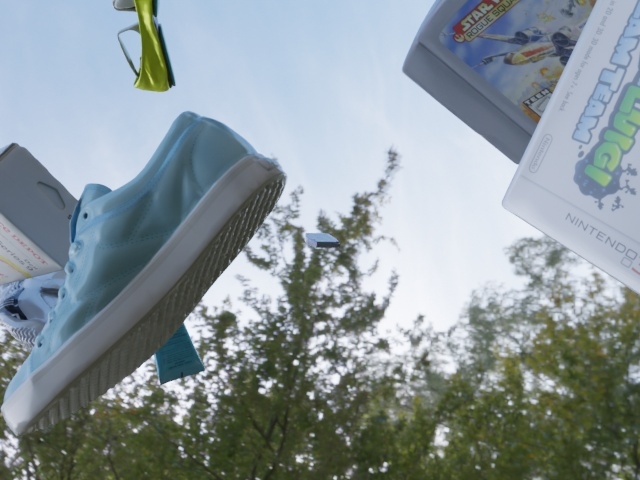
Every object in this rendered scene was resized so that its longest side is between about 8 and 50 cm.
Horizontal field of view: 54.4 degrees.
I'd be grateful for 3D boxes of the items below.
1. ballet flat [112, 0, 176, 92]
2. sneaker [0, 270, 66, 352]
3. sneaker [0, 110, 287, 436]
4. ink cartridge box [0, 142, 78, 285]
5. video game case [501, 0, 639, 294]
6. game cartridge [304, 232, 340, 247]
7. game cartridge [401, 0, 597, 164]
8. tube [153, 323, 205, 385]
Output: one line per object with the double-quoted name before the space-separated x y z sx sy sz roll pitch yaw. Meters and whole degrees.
"ballet flat" -0.272 -0.335 0.943 0.077 0.077 0.230 -7 -57 -9
"sneaker" -0.389 0.075 0.998 0.210 0.366 0.137 -41 -63 -17
"sneaker" -0.202 0.026 0.632 0.150 0.135 0.366 42 -93 13
"ink cartridge box" -0.429 -0.027 0.841 0.154 0.213 0.093 52 -137 -31
"video game case" 0.163 -0.047 0.255 0.019 0.143 0.157 -7 -53 -40
"game cartridge" 0.000 0.000 1.212 0.056 0.083 0.017 5 -79 -17
"game cartridge" 0.206 -0.182 0.548 0.198 0.297 0.062 31 -114 -15
"tube" -0.259 0.129 1.027 0.080 0.052 0.207 -14 -106 -34
